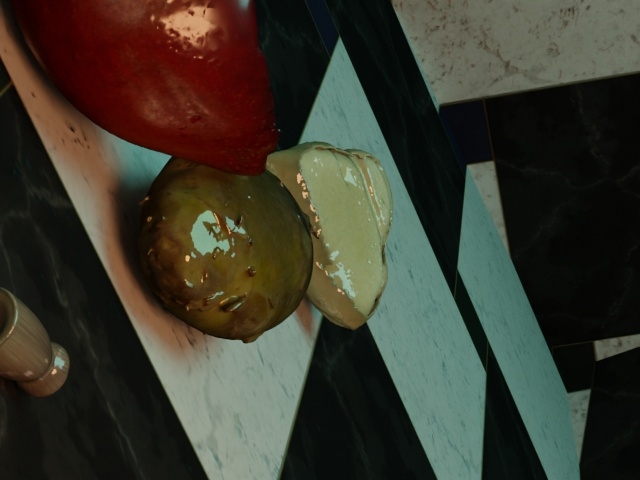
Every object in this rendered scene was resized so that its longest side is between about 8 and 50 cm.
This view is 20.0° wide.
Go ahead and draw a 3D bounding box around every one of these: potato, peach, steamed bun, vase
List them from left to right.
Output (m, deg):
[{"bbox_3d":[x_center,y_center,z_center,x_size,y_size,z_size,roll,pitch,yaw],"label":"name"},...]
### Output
[{"bbox_3d":[-0.216,0.074,1.282,0.101,0.053,0.053,56,19,-60],"label":"vase"},{"bbox_3d":[-0.167,-0.211,1.591,0.258,0.201,0.362,-165,-122,-77],"label":"peach"},{"bbox_3d":[-0.089,0.001,1.708,0.192,0.141,0.296,67,16,-1],"label":"potato"},{"bbox_3d":[0.008,-0.020,2.180,0.212,0.110,0.231,-39,112,-58],"label":"steamed bun"}]
